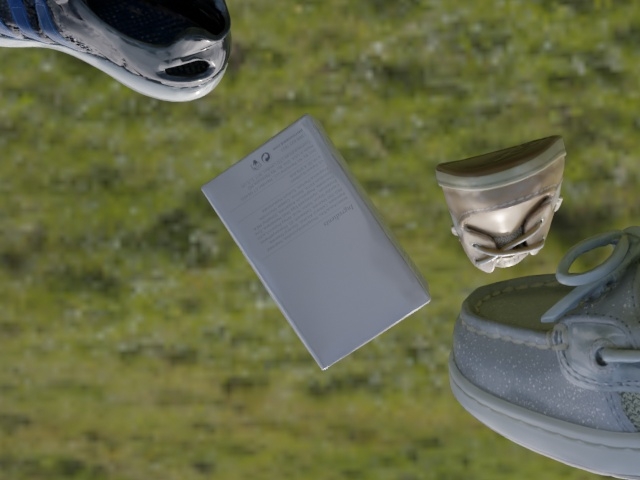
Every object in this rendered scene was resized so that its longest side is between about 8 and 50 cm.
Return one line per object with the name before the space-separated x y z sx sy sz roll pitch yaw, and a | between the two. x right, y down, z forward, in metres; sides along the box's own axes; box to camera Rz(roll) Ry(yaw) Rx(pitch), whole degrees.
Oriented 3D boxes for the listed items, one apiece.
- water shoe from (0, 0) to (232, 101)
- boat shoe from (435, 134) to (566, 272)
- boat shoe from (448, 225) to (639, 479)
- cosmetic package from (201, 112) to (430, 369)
water shoe | -0.142 -0.143 1.003 0.203 0.073 0.080 18 153 -2
boat shoe | 0.158 -0.027 1.558 0.109 0.098 0.302 -14 178 1
boat shoe | 0.176 0.028 0.686 0.118 0.103 0.320 -21 -166 -39
cosmetic package | 0.000 0.000 1.914 0.138 0.225 0.224 -35 179 3
